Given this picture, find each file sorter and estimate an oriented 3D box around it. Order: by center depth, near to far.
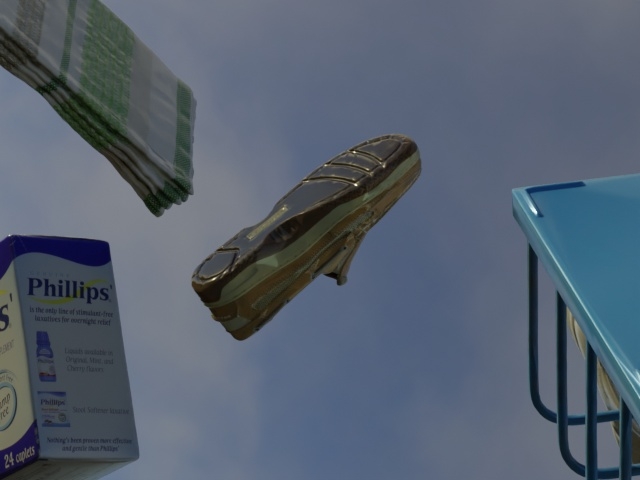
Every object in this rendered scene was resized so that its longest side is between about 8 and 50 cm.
[{"bbox_3d":[0.145,0.054,0.684,0.170,0.118,0.104,-111,-165,-64],"label":"file sorter"}]

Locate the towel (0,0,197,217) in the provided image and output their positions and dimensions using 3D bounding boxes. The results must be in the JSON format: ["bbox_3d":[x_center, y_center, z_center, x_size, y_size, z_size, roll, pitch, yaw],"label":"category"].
[{"bbox_3d":[-0.114,-0.085,0.871,0.152,0.023,0.113,43,19,-22],"label":"towel"}]

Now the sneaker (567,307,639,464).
[{"bbox_3d":[0.238,0.125,1.385,0.212,0.080,0.094,54,9,-22],"label":"sneaker"}]

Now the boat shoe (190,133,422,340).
[{"bbox_3d":[0.000,0.000,1.415,0.072,0.190,0.068,56,-3,-25],"label":"boat shoe"}]

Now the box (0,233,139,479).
[{"bbox_3d":[-0.177,0.081,1.174,0.126,0.072,0.137,-30,-117,45],"label":"box"}]
